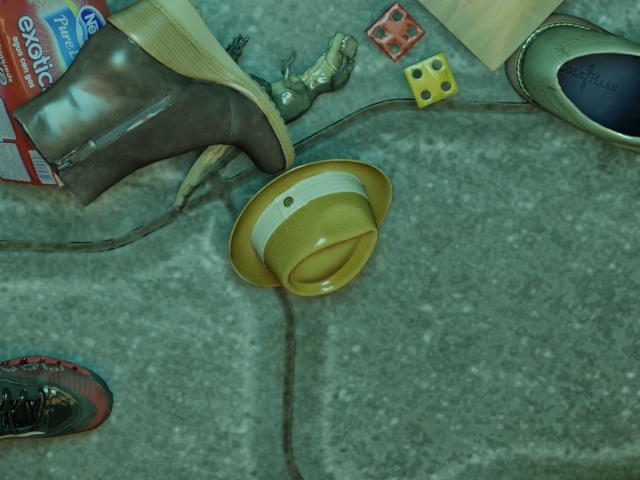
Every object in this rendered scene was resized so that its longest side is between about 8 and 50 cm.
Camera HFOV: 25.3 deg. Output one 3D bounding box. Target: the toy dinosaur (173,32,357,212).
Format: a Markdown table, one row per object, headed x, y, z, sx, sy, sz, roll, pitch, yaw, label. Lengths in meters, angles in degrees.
| x | y | z | sx | sy | sz | roll | pitch | yaw | label |
| --- | --- | --- | --- | --- | --- | --- | --- | --- | --- |
| -0.084 | -0.146 | 1.511 | 0.268 | 0.064 | 0.118 | -38 | 115 | 10 | toy dinosaur |

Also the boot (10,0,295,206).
| x | y | z | sx | sy | sz | roll | pitch | yaw | label |
| --- | --- | --- | --- | --- | --- | --- | --- | --- | --- |
| -0.158 | -0.105 | 1.400 | 0.207 | 0.090 | 0.248 | -44 | 124 | -8 | boot |

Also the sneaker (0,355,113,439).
| x | y | z | sx | sy | sz | roll | pitch | yaw | label |
| --- | --- | --- | --- | --- | --- | --- | --- | --- | --- |
| -0.363 | 0.178 | 1.546 | 0.276 | 0.135 | 0.097 | 8 | 105 | -11 | sneaker |

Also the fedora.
| x | y | z | sx | sy | sz | roll | pitch | yaw | label |
| --- | --- | --- | --- | --- | --- | --- | --- | --- | --- |
| 0.000 | 0.000 | 1.522 | 0.194 | 0.079 | 0.194 | -18 | 141 | -15 | fedora |

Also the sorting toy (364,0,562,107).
| x | y | z | sx | sy | sz | roll | pitch | yaw | label |
| --- | --- | --- | --- | --- | --- | --- | --- | --- | --- |
| 0.172 | -0.265 | 1.502 | 0.132 | 0.046 | 0.274 | 42 | 99 | -11 | sorting toy |

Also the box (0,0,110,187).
| x | y | z | sx | sy | sz | roll | pitch | yaw | label |
| --- | --- | --- | --- | --- | --- | --- | --- | --- | --- |
| -0.283 | -0.193 | 1.413 | 0.123 | 0.128 | 0.256 | -31 | 114 | -34 | box |

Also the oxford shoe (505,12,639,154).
| x | y | z | sx | sy | sz | roll | pitch | yaw | label |
| --- | --- | --- | --- | --- | --- | --- | --- | --- | --- |
| 0.394 | -0.128 | 1.527 | 0.397 | 0.146 | 0.140 | 13 | 107 | -11 | oxford shoe |
